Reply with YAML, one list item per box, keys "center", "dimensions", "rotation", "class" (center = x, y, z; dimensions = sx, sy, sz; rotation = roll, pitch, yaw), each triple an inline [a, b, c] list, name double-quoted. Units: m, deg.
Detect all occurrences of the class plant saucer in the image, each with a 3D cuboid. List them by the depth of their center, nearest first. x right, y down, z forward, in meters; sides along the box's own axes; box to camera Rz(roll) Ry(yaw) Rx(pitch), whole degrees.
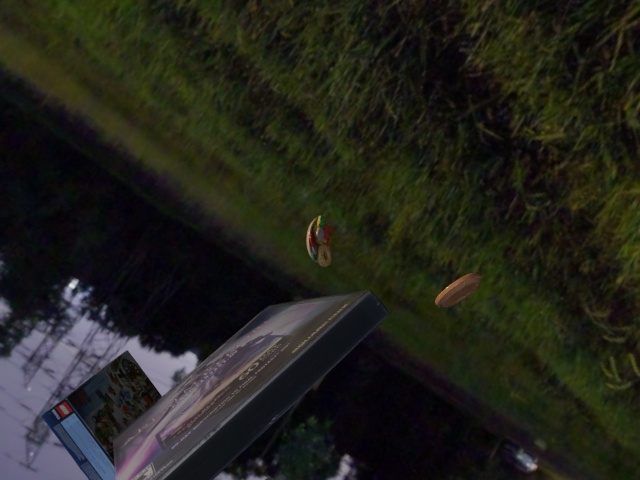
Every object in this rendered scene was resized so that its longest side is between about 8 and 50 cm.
- center: [0.220, 0.081, 1.060]
  dimensions: [0.013, 0.083, 0.083]
  rotation: [57, -178, 26]
  class: "plant saucer"

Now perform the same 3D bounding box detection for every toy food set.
- center: [0.000, 0.000, 1.163]
  dimensions: [0.020, 0.083, 0.082]
  rotation: [1, 156, 28]
  class: "toy food set"

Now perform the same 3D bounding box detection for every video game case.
- center: [-0.074, 0.115, 0.520]
  dimensions: [0.026, 0.196, 0.274]
  rotation: [52, 161, -6]
  class: "video game case"

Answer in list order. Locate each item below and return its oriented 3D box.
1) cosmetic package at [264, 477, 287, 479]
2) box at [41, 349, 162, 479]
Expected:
- center: [-0.142, 0.481, 0.968]
  dimensions: [0.113, 0.309, 0.160]
  rotation: [56, -175, 32]
  class: "cosmetic package"
- center: [-0.282, 0.259, 0.951]
  dimensions: [0.159, 0.044, 0.233]
  rotation: [54, -175, -4]
  class: "box"
